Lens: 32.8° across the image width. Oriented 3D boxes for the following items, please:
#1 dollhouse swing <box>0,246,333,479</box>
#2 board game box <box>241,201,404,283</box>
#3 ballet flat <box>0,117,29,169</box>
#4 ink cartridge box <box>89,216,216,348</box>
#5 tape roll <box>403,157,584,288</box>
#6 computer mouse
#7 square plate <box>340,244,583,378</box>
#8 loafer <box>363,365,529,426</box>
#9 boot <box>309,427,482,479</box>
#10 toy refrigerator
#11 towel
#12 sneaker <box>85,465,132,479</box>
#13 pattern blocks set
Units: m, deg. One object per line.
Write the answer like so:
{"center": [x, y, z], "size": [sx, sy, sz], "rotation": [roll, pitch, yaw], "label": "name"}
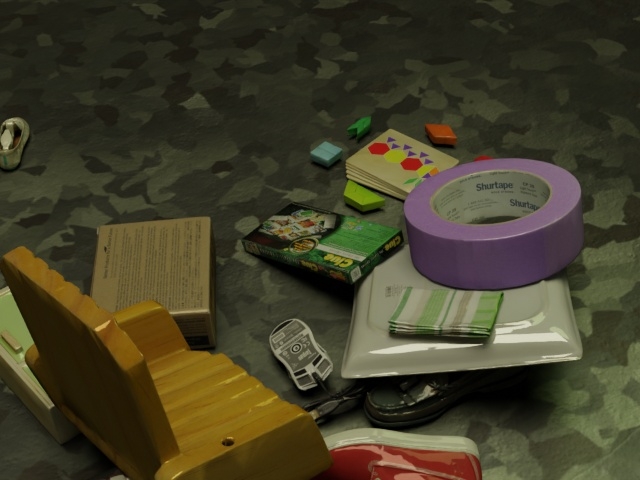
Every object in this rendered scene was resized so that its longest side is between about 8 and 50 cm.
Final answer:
{"center": [-0.195, 0.139, 1.390], "size": [0.315, 0.305, 0.347], "rotation": [-21, 34, -35], "label": "dollhouse swing"}
{"center": [0.000, 0.000, 1.824], "size": [0.259, 0.030, 0.136], "rotation": [17, 41, 44], "label": "board game box"}
{"center": [-0.602, -0.204, 2.128], "size": [0.057, 0.052, 0.168], "rotation": [-8, 41, -5], "label": "ballet flat"}
{"center": [-0.268, 0.072, 1.765], "size": [0.193, 0.088, 0.235], "rotation": [-5, 42, 0], "label": "ink cartridge box"}
{"center": [0.272, -0.031, 1.710], "size": [0.274, 0.090, 0.275], "rotation": [-9, 27, 5], "label": "tape roll"}
{"center": [-0.013, 0.192, 1.640], "size": [0.106, 0.042, 0.193], "rotation": [-35, 46, -1], "label": "computer mouse"}
{"center": [0.210, 0.083, 1.668], "size": [0.344, 0.049, 0.347], "rotation": [-6, 28, 10], "label": "square plate"}
{"center": [0.186, 0.190, 1.598], "size": [0.267, 0.084, 0.096], "rotation": [-17, 44, -18], "label": "loafer"}
{"center": [0.096, 0.344, 1.436], "size": [0.244, 0.088, 0.176], "rotation": [1, 43, 0], "label": "boot"}
{"center": [-0.430, 0.178, 1.651], "size": [0.102, 0.094, 0.269], "rotation": [-31, 49, -28], "label": "toy refrigerator"}
{"center": [0.180, 0.099, 1.571], "size": [0.152, 0.023, 0.113], "rotation": [0, 31, 20], "label": "towel"}
{"center": [-0.218, 0.307, 1.500], "size": [0.281, 0.106, 0.162], "rotation": [-8, 33, -17], "label": "sneaker"}
{"center": [0.155, -0.135, 2.016], "size": [0.285, 0.026, 0.325], "rotation": [-30, 48, -27], "label": "pattern blocks set"}
